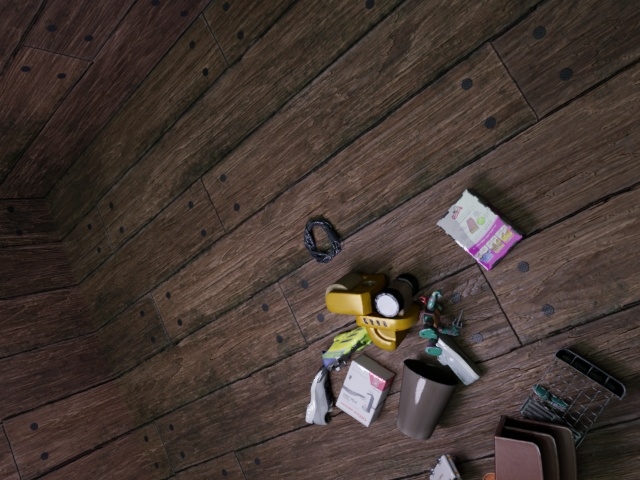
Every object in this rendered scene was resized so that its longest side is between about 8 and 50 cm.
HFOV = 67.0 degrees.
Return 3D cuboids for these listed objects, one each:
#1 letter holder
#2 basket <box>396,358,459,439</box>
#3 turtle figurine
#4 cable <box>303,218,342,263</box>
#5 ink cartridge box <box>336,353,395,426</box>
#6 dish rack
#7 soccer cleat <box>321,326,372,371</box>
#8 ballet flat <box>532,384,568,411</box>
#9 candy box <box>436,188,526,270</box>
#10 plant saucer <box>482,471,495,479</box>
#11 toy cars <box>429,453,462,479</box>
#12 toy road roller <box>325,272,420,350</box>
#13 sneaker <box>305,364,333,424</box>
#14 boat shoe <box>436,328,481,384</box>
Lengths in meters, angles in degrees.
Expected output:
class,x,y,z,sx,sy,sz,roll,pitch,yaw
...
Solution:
class,x,y,z,sx,sy,sz,roll,pitch,yaw
letter holder,0.639,0.709,1.434,0.215,0.152,0.301,0,96,28
basket,0.360,0.565,1.703,0.205,0.154,0.226,19,100,36
turtle figurine,0.399,0.270,1.652,0.118,0.234,0.175,-27,108,38
cable,0.000,0.000,1.949,0.184,0.047,0.150,52,124,14
ink cartridge box,0.172,0.579,1.874,0.159,0.092,0.217,27,111,28
dish rack,0.754,0.489,1.475,0.208,0.074,0.271,35,96,25
soccer cleat,0.106,0.396,1.897,0.289,0.094,0.121,-47,48,22
ballet flat,0.728,0.509,1.546,0.114,0.041,0.041,31,111,27
candy box,0.525,-0.038,1.590,0.233,0.071,0.159,46,117,19
plant saucer,0.606,0.843,1.675,0.084,0.013,0.083,5,99,32
toy cars,0.471,0.935,1.723,0.176,0.087,0.393,-178,81,-73
toy road roller,0.197,0.259,1.763,0.330,0.203,0.240,3,108,31
sneaker,0.012,0.635,1.990,0.108,0.100,0.271,12,106,16
boat shoe,0.450,0.407,1.684,0.227,0.079,0.081,47,113,16
